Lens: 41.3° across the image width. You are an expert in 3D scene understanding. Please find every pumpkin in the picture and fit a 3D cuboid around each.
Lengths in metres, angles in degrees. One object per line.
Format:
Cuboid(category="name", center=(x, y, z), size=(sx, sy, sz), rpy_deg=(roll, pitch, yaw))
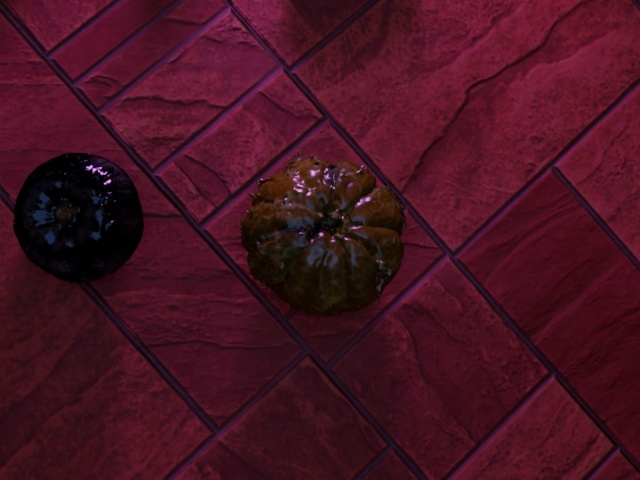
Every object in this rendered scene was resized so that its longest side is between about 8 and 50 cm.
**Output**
Cuboid(category="pumpkin", center=(-0.429, -0.043, 1.515), size=(0.233, 0.163, 0.233), rpy_deg=(0, 85, 2))

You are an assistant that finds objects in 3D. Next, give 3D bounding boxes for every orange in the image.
Cuboid(category="orange", center=(0.000, 0.000, 1.551), size=(0.301, 0.223, 0.300), rpy_deg=(8, 68, -8))
